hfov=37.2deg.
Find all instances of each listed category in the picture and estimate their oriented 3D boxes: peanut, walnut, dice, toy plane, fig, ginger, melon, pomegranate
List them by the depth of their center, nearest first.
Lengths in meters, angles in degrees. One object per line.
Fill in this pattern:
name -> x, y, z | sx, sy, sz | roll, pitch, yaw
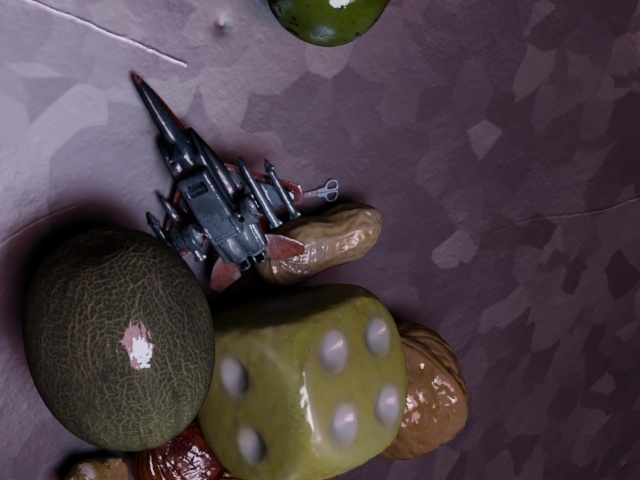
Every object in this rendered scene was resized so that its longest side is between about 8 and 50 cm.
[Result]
pomegranate -> -0.012, -0.349, 1.192 | 0.224, 0.181, 0.182 | 30, 94, -20
melon -> -0.250, 0.132, 1.211 | 0.237, 0.237, 0.302 | -23, 126, -23
toy plane -> -0.157, -0.075, 1.260 | 0.222, 0.104, 0.326 | -24, 125, 12
dice -> -0.027, 0.198, 1.354 | 0.238, 0.226, 0.233 | -21, 101, -47
fig -> -0.226, 0.280, 1.382 | 0.146, 0.133, 0.201 | -45, 120, -31
ginger -> -0.317, 0.366, 1.396 | 0.096, 0.067, 0.165 | -37, 141, -14
peanut -> 0.000, 0.000, 1.413 | 0.214, 0.090, 0.099 | -21, 128, -27
walnut -> 0.132, 0.242, 1.552 | 0.228, 0.228, 0.228 | -15, 120, -28

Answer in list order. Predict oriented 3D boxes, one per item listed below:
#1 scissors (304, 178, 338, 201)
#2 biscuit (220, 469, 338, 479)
scissors -> -0.008, -0.071, 1.426 | 0.083, 0.006, 0.036 | -11, 116, -30
biscuit -> -0.086, 0.401, 1.576 | 0.262, 0.052, 0.277 | 37, 89, -40
